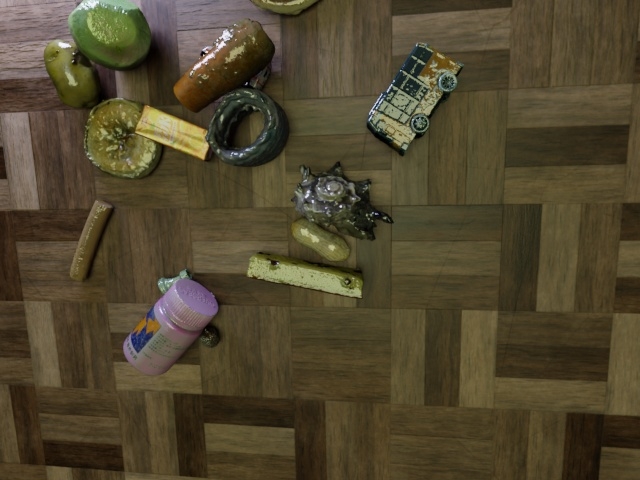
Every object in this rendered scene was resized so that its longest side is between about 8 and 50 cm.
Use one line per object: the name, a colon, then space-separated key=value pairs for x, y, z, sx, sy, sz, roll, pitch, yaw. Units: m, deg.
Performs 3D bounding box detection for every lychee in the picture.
lychee: x=-0.377 y=0.327 z=1.399 sx=0.068 sy=0.067 sz=0.083 roll=1 pitch=119 yaw=26

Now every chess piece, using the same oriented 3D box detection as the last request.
chess piece: x=-0.488 y=0.138 z=1.390 sx=0.103 sy=0.067 sz=0.067 roll=-29 pitch=94 yaw=2

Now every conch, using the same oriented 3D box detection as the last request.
conch: x=0.057 y=-0.106 z=1.193 sx=0.313 sy=0.241 sz=0.186 roll=36 pitch=115 yaw=-12

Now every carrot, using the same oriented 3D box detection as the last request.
carrot: x=-0.264 y=-0.477 z=1.142 sx=0.302 sy=0.139 sz=0.139 roll=-36 pitch=93 yaw=16

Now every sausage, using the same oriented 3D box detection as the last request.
sausage: x=-0.790 y=0.005 z=1.409 sx=0.065 sy=0.066 sz=0.301 roll=27 pitch=99 yaw=3

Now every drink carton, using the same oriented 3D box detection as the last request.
drink carton: x=-0.444 y=-0.331 z=1.280 sx=0.223 sy=0.071 sz=0.096 roll=21 pitch=96 yaw=-8

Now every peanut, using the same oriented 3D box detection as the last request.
peanut: x=0.000 y=0.000 z=1.289 sx=0.206 sy=0.087 sz=0.087 roll=30 pitch=101 yaw=2

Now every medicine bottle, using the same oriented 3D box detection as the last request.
medicine bottle: x=-0.490 y=0.283 z=1.351 sx=0.178 sy=0.178 sz=0.291 roll=42 pitch=102 yaw=0

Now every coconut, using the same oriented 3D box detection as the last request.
coconut: x=-0.615 y=-0.614 z=1.221 sx=0.236 sy=0.236 sz=0.204 roll=-29 pitch=122 yaw=11

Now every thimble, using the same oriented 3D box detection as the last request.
thimble: x=-0.218 y=-0.332 z=1.226 sx=0.236 sy=0.172 sz=0.205 roll=-29 pitch=91 yaw=13

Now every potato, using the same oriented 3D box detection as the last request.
potato: x=-0.768 y=-0.511 z=1.278 sx=0.137 sy=0.154 sz=0.200 roll=-25 pitch=95 yaw=-6

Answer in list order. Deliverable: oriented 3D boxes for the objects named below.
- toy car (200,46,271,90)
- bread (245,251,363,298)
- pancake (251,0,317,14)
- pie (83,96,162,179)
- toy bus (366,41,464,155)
toy car: x=-0.253 y=-0.537 z=1.240 sx=0.209 sy=0.089 sz=0.108 roll=30 pitch=102 yaw=1
bread: x=-0.040 y=0.105 z=1.285 sx=0.361 sy=0.138 sz=0.077 roll=10 pitch=98 yaw=6
pancake: x=-0.112 y=-0.837 z=1.187 sx=0.356 sy=0.065 sz=0.356 roll=1 pitch=100 yaw=4
pie: x=-0.646 y=-0.327 z=1.341 sx=0.274 sy=0.055 sz=0.274 roll=1 pitch=99 yaw=7
toy bus: x=0.259 y=-0.394 z=1.170 sx=0.167 sy=0.138 sz=0.275 roll=33 pitch=100 yaw=3
